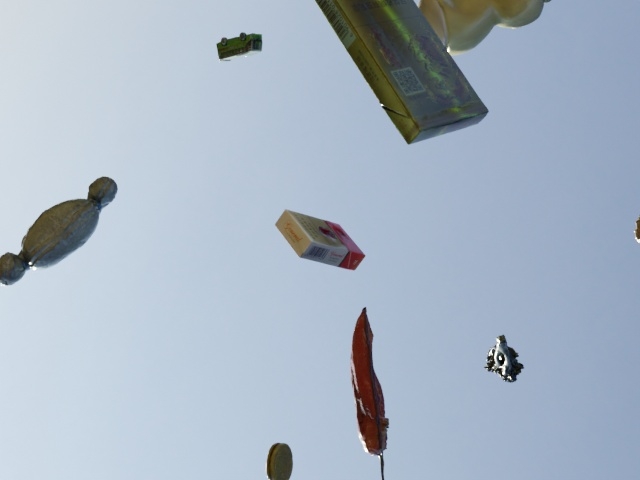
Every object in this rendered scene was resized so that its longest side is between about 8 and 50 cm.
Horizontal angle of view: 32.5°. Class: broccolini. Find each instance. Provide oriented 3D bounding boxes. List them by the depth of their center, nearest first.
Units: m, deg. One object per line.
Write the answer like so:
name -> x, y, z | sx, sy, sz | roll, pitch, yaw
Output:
broccolini -> 0.332, 0.195, 1.950 | 0.058, 0.074, 0.201 | -54, 164, -18

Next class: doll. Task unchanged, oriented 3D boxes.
doll -> -0.367, -0.009, 1.539 | 0.214, 0.071, 0.103 | -45, -176, -21
doll -> 0.285, -0.406, 2.004 | 0.296, 0.117, 0.141 | -11, -140, -10

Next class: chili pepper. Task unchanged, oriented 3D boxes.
chili pepper -> 0.070, 0.231, 1.597 | 0.050, 0.059, 0.268 | -10, -92, 21

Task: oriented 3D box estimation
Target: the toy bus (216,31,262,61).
toy bus -> -0.131, -0.315, 1.784 | 0.083, 0.031, 0.037 | -5, -88, 40

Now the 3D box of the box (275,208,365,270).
box -> 0.000, 0.000, 2.039 | 0.048, 0.152, 0.100 | -54, -130, 22

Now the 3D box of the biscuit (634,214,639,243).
biscuit -> 0.593, -0.012, 1.895 | 0.082, 0.168, 0.070 | 37, -73, 25

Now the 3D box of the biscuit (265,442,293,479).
biscuit -> -0.081, 0.441, 2.169 | 0.023, 0.084, 0.084 | -1, -126, 28

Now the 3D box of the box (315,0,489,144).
box -> 0.122, -0.301, 1.741 | 0.173, 0.311, 0.043 | -20, 162, -41
